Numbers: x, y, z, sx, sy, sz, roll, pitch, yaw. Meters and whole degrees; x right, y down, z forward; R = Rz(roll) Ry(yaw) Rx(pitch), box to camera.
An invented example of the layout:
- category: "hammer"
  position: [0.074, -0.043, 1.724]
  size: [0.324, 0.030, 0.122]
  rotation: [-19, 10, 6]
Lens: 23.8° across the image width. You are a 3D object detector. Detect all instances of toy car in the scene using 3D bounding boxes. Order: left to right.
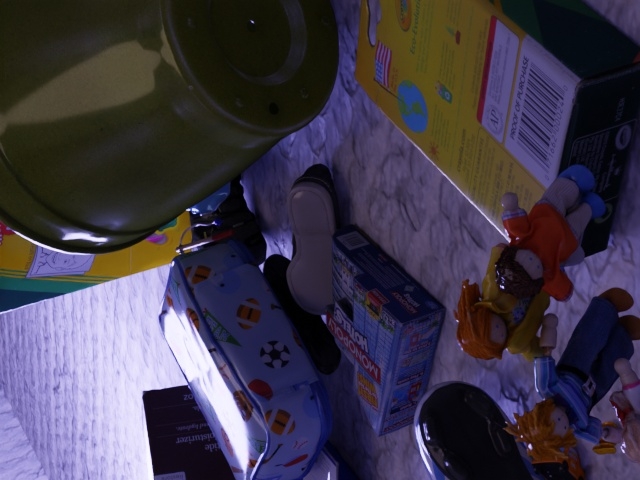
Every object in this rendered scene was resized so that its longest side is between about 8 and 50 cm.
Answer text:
- category: "toy car"
  position: [0.252, 0.201, 1.426]
  size: [0.122, 0.060, 0.041]
  rotation: [-29, 35, 50]

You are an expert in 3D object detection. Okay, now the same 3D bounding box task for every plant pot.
- category: "plant pot"
  position: [-0.177, -0.195, 1.677]
  size: [0.353, 0.366, 0.367]
  rotation: [-16, 93, 46]

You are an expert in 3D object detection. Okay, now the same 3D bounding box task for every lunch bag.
- category: "lunch bag"
  position: [-0.101, 0.156, 1.896]
  size: [0.303, 0.115, 0.243]
  rotation: [62, 158, 22]

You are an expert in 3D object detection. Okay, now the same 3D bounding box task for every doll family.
- category: "doll family"
  position: [0.190, 0.083, 1.188]
  size: [0.118, 0.163, 0.263]
  rotation: [-27, 105, 46]

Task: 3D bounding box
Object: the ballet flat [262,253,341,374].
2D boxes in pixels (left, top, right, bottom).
- category: "ballet flat"
  position: [-0.029, 0.094, 1.907]
  size: [0.173, 0.057, 0.049]
  rotation: [62, 159, 21]

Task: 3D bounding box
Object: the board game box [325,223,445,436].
- category: "board game box"
  position: [0.063, 0.113, 1.720]
  size: [0.194, 0.060, 0.194]
  rotation: [44, 143, 47]

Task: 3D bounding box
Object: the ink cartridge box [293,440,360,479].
- category: "ink cartridge box"
  position: [0.003, 0.371, 2.031]
  size: [0.176, 0.069, 0.371]
  rotation: [46, 149, 46]

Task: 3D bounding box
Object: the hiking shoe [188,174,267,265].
- category: "hiking shoe"
  position: [-0.139, -0.057, 2.000]
  size: [0.227, 0.086, 0.114]
  rotation: [53, 154, 37]

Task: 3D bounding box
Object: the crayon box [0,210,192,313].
- category: "crayon box"
  position: [-0.336, -0.088, 2.120]
  size: [0.106, 0.313, 0.363]
  rotation: [57, 153, 37]

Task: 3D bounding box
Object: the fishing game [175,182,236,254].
- category: "fishing game"
  position: [-0.147, -0.119, 1.942]
  size: [0.189, 0.041, 0.264]
  rotation: [-17, 73, 51]

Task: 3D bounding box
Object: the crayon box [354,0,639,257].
- category: "crayon box"
  position: [0.144, -0.149, 1.326]
  size: [0.318, 0.081, 0.202]
  rotation: [50, 148, 39]

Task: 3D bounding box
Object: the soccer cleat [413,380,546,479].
- category: "soccer cleat"
  position: [0.199, 0.291, 1.524]
  size: [0.143, 0.116, 0.331]
  rotation: [76, 168, -78]

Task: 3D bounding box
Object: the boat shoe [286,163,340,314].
- category: "boat shoe"
  position: [0.000, 0.000, 1.801]
  size: [0.065, 0.075, 0.206]
  rotation: [-70, -18, -47]

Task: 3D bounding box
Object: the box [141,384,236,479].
- category: "box"
  position: [-0.158, 0.311, 2.127]
  size: [0.167, 0.168, 0.203]
  rotation: [115, 147, -72]
